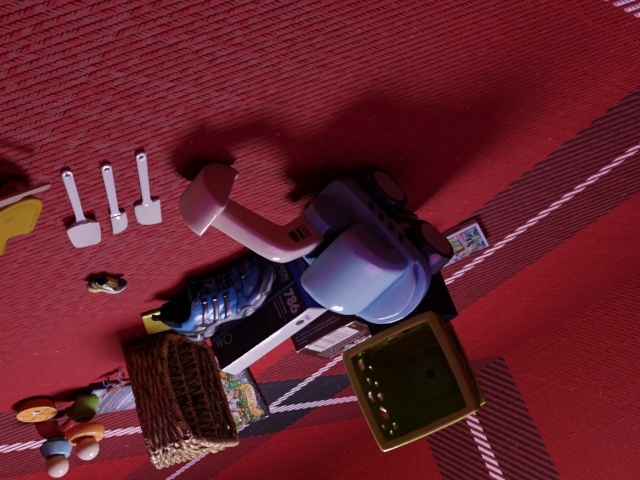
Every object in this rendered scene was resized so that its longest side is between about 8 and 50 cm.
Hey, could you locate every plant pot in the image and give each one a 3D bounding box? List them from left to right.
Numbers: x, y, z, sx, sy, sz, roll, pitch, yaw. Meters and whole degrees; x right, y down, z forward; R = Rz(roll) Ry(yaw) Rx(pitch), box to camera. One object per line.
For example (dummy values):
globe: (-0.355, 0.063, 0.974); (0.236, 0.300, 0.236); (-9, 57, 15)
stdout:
plant pot: (0.214, 0.296, 1.728); (0.228, 0.227, 0.207); (-28, 163, 19)

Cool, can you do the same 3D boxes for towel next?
towel: (-0.304, 0.164, 1.924); (0.237, 0.021, 0.102); (-16, 150, -12)

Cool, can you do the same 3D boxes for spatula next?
spatula: (-0.359, -0.065, 1.384); (0.168, 0.019, 0.242); (-15, 156, -14)

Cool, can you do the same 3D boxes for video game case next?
video game case: (-0.548, 0.437, 2.284); (0.274, 0.026, 0.196); (-2, 149, -40)
video game case: (0.352, 0.017, 2.169); (0.183, 0.023, 0.201); (-27, 155, 11)

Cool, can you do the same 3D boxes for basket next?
basket: (-0.344, 0.378, 1.992); (0.222, 0.299, 0.213); (-15, 154, -10)

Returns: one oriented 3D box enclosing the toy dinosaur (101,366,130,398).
toy dinosaur: (-0.525, 0.374, 2.122); (0.082, 0.090, 0.047); (6, 177, 12)

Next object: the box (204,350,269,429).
box: (-0.261, 0.415, 2.255); (0.159, 0.233, 0.044); (-24, -165, 4)

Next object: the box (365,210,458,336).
box: (0.171, 0.079, 1.830); (0.143, 0.271, 0.165); (-35, 154, 34)

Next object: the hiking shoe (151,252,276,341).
hiking shoe: (-0.227, 0.124, 1.787); (0.304, 0.113, 0.132); (-39, 142, 22)

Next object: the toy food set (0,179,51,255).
toy food set: (-0.507, -0.044, 1.256); (0.128, 0.071, 0.218); (-33, 172, -43)

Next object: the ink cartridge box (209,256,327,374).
ink cartridge box: (-0.115, 0.151, 1.848); (0.332, 0.165, 0.065); (-36, 147, 15)

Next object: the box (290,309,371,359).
box: (0.012, 0.154, 1.941); (0.168, 0.203, 0.167); (-30, 156, 17)

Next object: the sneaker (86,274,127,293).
sneaker: (-0.429, 0.087, 1.632); (0.083, 0.031, 0.035); (-4, 150, -35)

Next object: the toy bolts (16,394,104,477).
toy bolts: (-0.702, 0.528, 2.141); (0.218, 0.159, 0.228); (7, 144, -34)

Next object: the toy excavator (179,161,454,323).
toy excavator: (0.000, 0.000, 1.517); (0.222, 0.433, 0.445); (-45, 174, 28)
